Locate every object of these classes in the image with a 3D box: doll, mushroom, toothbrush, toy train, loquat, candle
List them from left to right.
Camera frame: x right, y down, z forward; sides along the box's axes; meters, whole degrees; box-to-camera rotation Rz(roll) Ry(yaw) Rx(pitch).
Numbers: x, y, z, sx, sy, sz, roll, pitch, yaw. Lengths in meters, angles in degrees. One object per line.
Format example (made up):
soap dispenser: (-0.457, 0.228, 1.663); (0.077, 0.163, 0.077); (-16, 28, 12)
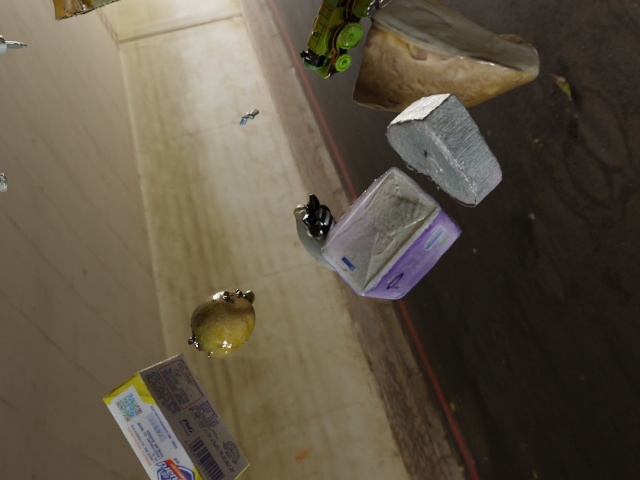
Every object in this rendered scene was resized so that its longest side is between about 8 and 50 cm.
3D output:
loquat: (-0.236, 0.197, 1.516); (0.149, 0.204, 0.172); (44, 157, -7)
toothbrush: (-0.225, -0.403, 1.981); (0.304, 0.030, 0.030); (-81, -21, -72)
mushroom: (0.000, 0.000, 2.037); (0.270, 0.118, 0.103); (42, 172, 3)
doll: (0.022, -0.021, 1.462); (0.219, 0.067, 0.091); (45, -134, -38)
toy train: (0.043, -0.584, 1.675); (0.100, 0.160, 0.296); (51, 131, 32)
candle: (0.177, -0.144, 0.912); (0.192, 0.068, 0.168); (42, 169, 27)
mushroom: (0.286, -0.387, 1.442); (0.314, 0.397, 0.224); (105, -173, -53)

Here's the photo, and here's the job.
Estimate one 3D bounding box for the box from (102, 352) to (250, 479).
box: (-0.262, 0.358, 1.146); (0.265, 0.097, 0.168); (56, -166, 5)

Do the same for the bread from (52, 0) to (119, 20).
bread: (-0.747, -0.844, 1.864); (0.279, 0.248, 0.315); (0, 120, 49)

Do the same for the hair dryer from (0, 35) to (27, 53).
hair dryer: (-0.903, -0.516, 1.583); (0.357, 0.173, 0.108); (-31, -77, -60)

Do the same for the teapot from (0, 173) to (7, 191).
teapot: (-0.770, -0.135, 1.434); (0.083, 0.067, 0.057); (-14, -108, -56)

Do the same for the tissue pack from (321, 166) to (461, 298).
tissue pack: (0.165, -0.002, 1.347); (0.160, 0.242, 0.338); (46, -171, 18)
